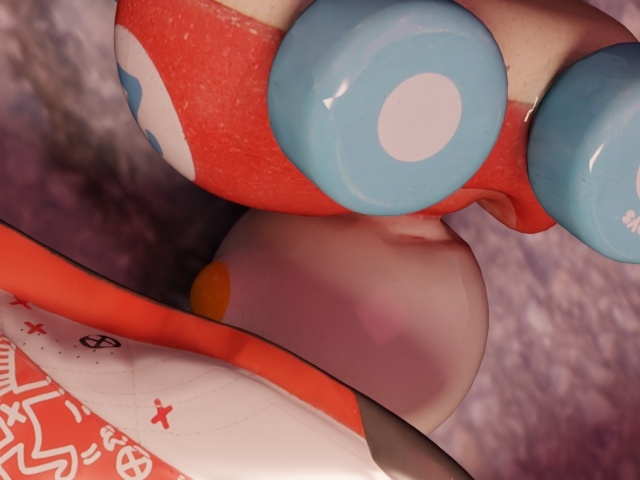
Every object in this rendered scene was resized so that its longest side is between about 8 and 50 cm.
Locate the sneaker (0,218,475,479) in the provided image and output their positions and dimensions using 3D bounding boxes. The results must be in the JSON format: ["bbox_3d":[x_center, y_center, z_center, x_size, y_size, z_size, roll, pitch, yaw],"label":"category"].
[{"bbox_3d":[-0.088,0.085,0.596,0.270,0.090,0.145,26,73,11],"label":"sneaker"}]

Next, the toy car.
[{"bbox_3d":[0.000,0.000,0.688,0.210,0.219,0.238,10,109,-32],"label":"toy car"}]
